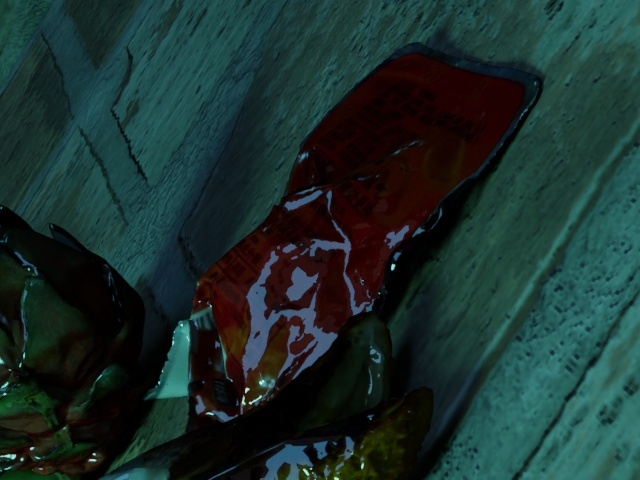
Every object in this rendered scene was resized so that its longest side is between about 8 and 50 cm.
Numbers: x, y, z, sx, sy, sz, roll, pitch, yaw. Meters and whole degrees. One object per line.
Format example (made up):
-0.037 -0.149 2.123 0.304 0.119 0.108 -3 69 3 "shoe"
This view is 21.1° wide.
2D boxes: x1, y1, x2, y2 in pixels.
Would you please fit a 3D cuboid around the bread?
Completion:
-0.054 0.145 0.819 0.269 0.095 0.139 -33 25 5 "bread"

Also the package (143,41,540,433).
0.000 0.000 0.952 0.269 0.071 0.194 -56 33 1 "package"

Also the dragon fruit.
-0.203 0.078 1.177 0.188 0.182 0.182 76 -158 -47 "dragon fruit"
